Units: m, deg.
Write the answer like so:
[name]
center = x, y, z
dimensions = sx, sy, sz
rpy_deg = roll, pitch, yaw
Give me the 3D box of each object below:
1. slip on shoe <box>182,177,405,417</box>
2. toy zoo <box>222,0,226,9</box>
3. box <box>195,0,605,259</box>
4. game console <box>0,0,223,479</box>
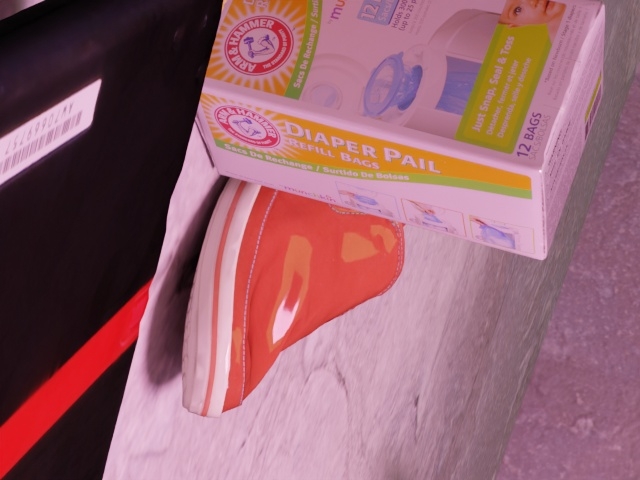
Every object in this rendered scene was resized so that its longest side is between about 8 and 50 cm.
[slip on shoe]
center = 0.000, 0.000, 1.091
dimensions = 0.331, 0.101, 0.123
rpy_deg = -52, 154, -55
[toy zoo]
center = -0.035, -0.244, 0.862
dimensions = 0.192, 0.030, 0.293
rpy_deg = 87, 23, -50
[box]
center = 0.043, -0.082, 0.964
dimensions = 0.103, 0.203, 0.114
rpy_deg = 74, 35, -62
[game console]
center = -0.148, 0.084, 0.590
dimensions = 0.386, 0.060, 0.342
rpy_deg = -52, 159, -66
